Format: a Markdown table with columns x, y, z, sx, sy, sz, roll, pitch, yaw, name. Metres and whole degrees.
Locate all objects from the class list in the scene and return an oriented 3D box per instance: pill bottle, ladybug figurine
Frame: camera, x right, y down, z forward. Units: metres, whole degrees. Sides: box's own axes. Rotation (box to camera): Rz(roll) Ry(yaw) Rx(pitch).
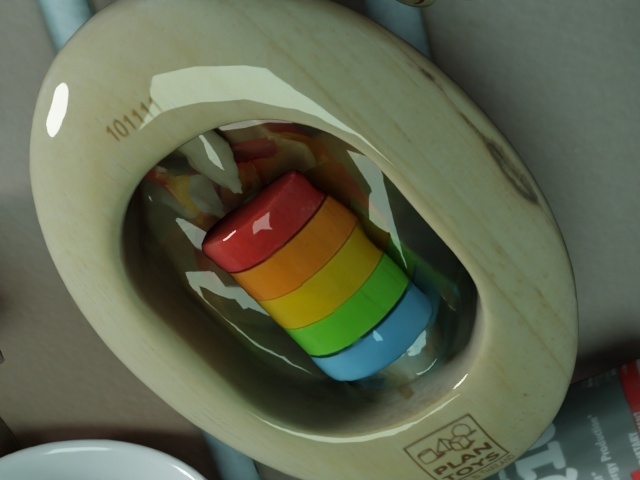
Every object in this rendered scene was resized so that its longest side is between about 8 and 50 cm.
| x | y | z | sx | sy | sz | roll | pitch | yaw | name |
| --- | --- | --- | --- | --- | --- | --- | --- | --- | --- |
| 0.167 | 0.215 | 0.999 | 0.283 | 0.161 | 0.161 | -24 | 119 | 14 | pill bottle |
| 0.000 | 0.000 | 0.867 | 0.305 | 0.162 | 0.449 | -31 | 116 | 18 | ladybug figurine |

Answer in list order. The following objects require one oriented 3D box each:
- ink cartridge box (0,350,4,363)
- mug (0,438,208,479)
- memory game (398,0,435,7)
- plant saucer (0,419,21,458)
| x | y | z | sx | sy | sz | roll | pitch | yaw | name |
| --- | --- | --- | --- | --- | --- | --- | --- | --- | --- |
| -0.356 | 0.075 | 0.913 | 0.176 | 0.127 | 0.128 | -25 | 89 | 15 | ink cartridge box |
| -0.152 | 0.362 | 1.056 | 0.374 | 0.276 | 0.328 | -19 | 133 | -23 | mug |
| 0.029 | -0.196 | 0.765 | 0.186 | 0.012 | 0.186 | 16 | 162 | 5 | memory game |
| -0.408 | 0.223 | 1.076 | 0.311 | 0.050 | 0.310 | 0 | 121 | -1 | plant saucer |
